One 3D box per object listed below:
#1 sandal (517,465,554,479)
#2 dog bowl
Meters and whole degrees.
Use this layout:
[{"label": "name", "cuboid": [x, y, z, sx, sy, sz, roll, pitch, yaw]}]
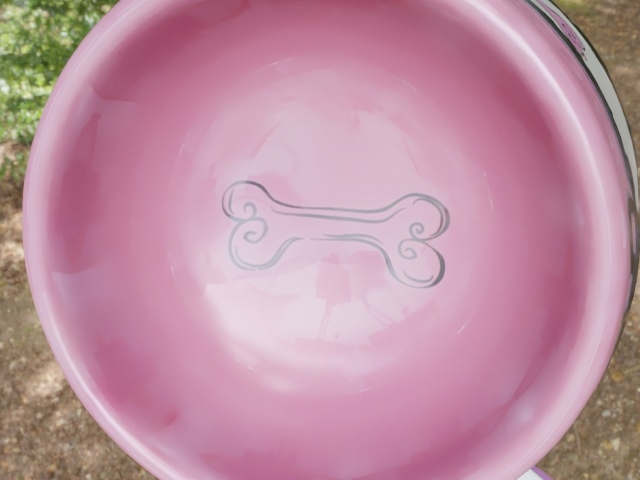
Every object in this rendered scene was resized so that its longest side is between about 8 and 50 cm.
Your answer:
[{"label": "sandal", "cuboid": [0.123, 0.143, 0.595, 0.102, 0.416, 0.169, -49, 7, -13]}, {"label": "dog bowl", "cuboid": [0.000, 0.000, 0.407, 0.407, 0.408, 0.150, 2, 13, 13]}]
